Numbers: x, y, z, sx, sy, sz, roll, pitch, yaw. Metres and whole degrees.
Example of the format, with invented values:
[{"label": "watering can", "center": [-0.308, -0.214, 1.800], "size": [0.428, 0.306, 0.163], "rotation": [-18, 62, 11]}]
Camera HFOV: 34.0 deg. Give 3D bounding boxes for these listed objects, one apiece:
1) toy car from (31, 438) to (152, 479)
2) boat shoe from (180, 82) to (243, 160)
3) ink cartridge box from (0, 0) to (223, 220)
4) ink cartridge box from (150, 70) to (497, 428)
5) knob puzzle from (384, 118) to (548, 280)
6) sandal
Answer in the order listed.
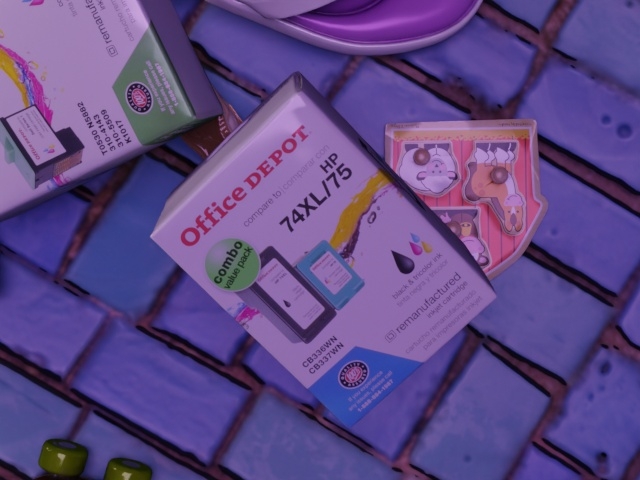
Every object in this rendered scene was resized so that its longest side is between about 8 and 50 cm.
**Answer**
[{"label": "toy car", "center": [-0.267, 0.310, 1.085], "size": [0.148, 0.188, 0.155], "rotation": [16, 90, 1]}, {"label": "boat shoe", "center": [-0.116, -0.121, 1.155], "size": [0.063, 0.059, 0.170], "rotation": [-29, 95, 16]}, {"label": "ink cartridge box", "center": [-0.275, -0.160, 1.086], "size": [0.278, 0.117, 0.201], "rotation": [-24, 96, 14]}, {"label": "ink cartridge box", "center": [0.000, 0.000, 1.045], "size": [0.198, 0.197, 0.270], "rotation": [-43, 102, 9]}, {"label": "knob puzzle", "center": [0.159, -0.037, 1.165], "size": [0.213, 0.030, 0.213], "rotation": [0, 90, 0]}, {"label": "sandal", "center": [-0.021, -0.302, 1.118], "size": [0.416, 0.102, 0.169], "rotation": [9, 83, -4]}]
